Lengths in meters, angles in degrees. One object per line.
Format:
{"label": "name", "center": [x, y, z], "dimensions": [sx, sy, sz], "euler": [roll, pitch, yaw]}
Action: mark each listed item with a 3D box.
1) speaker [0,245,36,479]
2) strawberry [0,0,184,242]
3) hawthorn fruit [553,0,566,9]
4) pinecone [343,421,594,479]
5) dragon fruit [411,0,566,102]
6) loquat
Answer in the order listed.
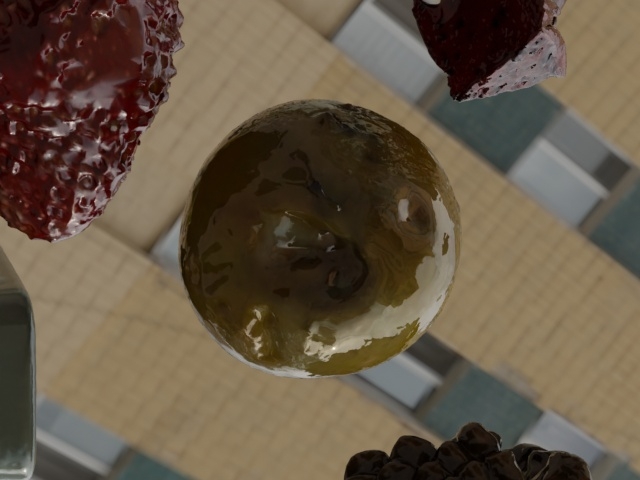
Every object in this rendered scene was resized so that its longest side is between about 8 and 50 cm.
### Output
{"label": "speaker", "center": [-0.392, 0.101, 1.679], "dimensions": [0.406, 0.184, 0.183], "euler": [-146, -125, -69]}
{"label": "strawberry", "center": [-0.226, -0.163, 1.424], "dimensions": [0.261, 0.257, 0.261], "euler": [-21, -143, 17]}
{"label": "hawthorn fruit", "center": [0.253, -0.360, 2.286], "dimensions": [0.199, 0.199, 0.251], "euler": [-37, -117, 26]}
{"label": "pinecone", "center": [0.168, 0.371, 1.608], "dimensions": [0.384, 0.384, 0.384], "euler": [-33, -142, 31]}
{"label": "dragon fruit", "center": [0.142, -0.211, 1.548], "dimensions": [0.122, 0.092, 0.192], "euler": [-53, -123, 26]}
{"label": "loquat", "center": [0.000, 0.000, 1.390], "dimensions": [0.244, 0.244, 0.244], "euler": [-33, -142, 31]}
